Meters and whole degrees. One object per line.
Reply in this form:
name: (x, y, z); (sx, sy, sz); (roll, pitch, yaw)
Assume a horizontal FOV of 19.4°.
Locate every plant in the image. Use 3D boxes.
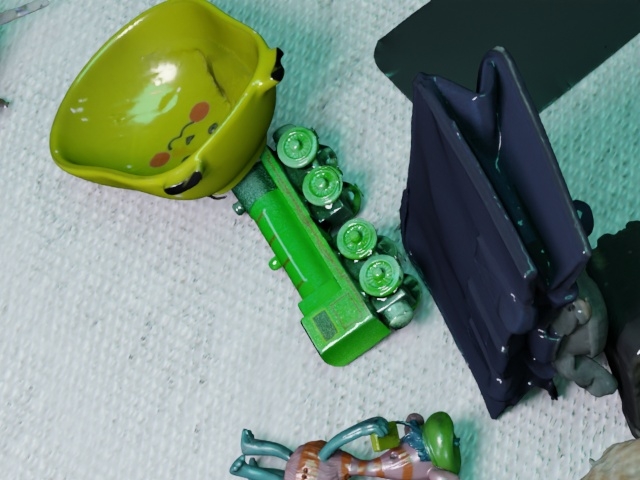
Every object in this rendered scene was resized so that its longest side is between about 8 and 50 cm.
plant: (0.328, 0.099, 1.684); (0.142, 0.164, 0.256); (-26, 49, -9)

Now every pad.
pad: (0.201, -0.217, 1.932); (0.267, 0.004, 0.181); (-38, 66, -11)

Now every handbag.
handbag: (0.168, 0.012, 1.654); (0.118, 0.325, 0.269); (-19, 66, -7)

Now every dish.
dish: (-0.132, -0.117, 1.842); (0.262, 0.108, 0.221); (23, 73, 47)

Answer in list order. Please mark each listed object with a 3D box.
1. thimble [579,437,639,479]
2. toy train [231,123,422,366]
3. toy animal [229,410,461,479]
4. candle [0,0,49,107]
thimble: (0.312, 0.278, 1.584); (0.148, 0.196, 0.229); (-48, 38, -18)
toy train: (0.000, 0.000, 1.819); (0.119, 0.085, 0.251); (-37, 61, 7)
toy animal: (0.023, 0.197, 1.706); (0.208, 0.103, 0.100); (-3, 46, 10)
candle: (-0.434, -0.186, 1.906); (0.330, 0.187, 0.187); (-19, 64, -3)
